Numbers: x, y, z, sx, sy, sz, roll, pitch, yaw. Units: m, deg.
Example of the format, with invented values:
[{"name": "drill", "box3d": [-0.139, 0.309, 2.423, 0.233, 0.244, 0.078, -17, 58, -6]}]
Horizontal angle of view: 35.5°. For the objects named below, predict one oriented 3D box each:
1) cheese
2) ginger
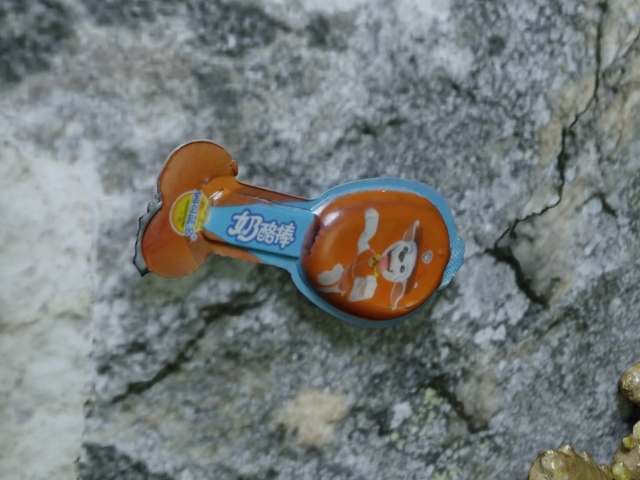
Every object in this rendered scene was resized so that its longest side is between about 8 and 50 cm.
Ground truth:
[{"name": "cheese", "box3d": [0.000, 0.000, 0.641, 0.256, 0.037, 0.106, 12, 100, -37]}, {"name": "ginger", "box3d": [0.253, 0.200, 0.881, 0.176, 0.052, 0.193, 31, 88, -33]}]
